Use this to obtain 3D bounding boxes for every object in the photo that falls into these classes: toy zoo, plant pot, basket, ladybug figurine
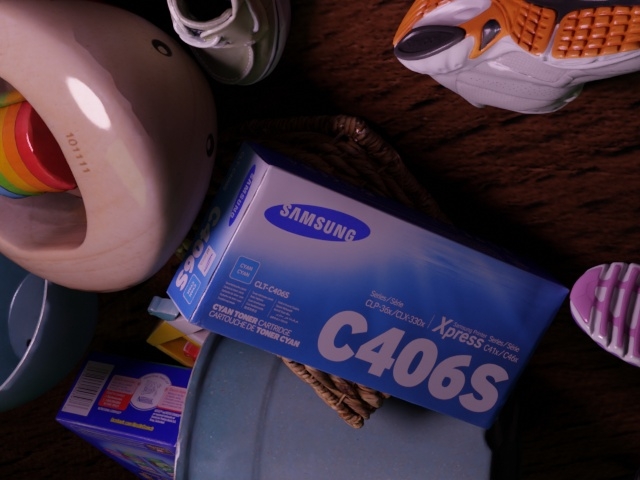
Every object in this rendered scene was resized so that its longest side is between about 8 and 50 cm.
[{"bbox_3d":[-0.095,0.153,2.231,0.293,0.030,0.192,35,153,-19],"label":"toy zoo"},{"bbox_3d":[0.046,0.260,1.984,0.334,0.341,0.341,3,149,13],"label":"plant pot"},{"bbox_3d":[0.000,0.000,1.785,0.299,0.223,0.213,45,-179,-36],"label":"basket"},{"bbox_3d":[-0.378,0.078,2.103,0.290,0.290,0.195,7,173,32],"label":"plant pot"},{"bbox_3d":[-0.239,-0.106,1.657,0.449,0.162,0.305,2,122,55],"label":"ladybug figurine"}]

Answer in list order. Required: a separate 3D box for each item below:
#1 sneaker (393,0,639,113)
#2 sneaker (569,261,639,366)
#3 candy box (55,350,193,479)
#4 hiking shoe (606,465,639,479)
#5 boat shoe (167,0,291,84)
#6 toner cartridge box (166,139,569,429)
[{"bbox_3d":[0.185,-0.150,1.353,0.121,0.099,0.262,35,161,-37],"label":"sneaker"},{"bbox_3d":[0.345,0.101,1.680,0.236,0.095,0.104,22,162,5],"label":"sneaker"},{"bbox_3d":[-0.156,0.287,2.395,0.268,0.122,0.317,6,150,46],"label":"candy box"},{"bbox_3d":[0.388,0.264,1.978,0.227,0.086,0.114,-14,121,45],"label":"hiking shoe"},{"bbox_3d":[-0.093,-0.211,1.462,0.109,0.094,0.302,19,154,14],"label":"boat shoe"},{"bbox_3d":[0.049,0.047,1.646,0.348,0.165,0.075,21,-168,-28],"label":"toner cartridge box"}]
